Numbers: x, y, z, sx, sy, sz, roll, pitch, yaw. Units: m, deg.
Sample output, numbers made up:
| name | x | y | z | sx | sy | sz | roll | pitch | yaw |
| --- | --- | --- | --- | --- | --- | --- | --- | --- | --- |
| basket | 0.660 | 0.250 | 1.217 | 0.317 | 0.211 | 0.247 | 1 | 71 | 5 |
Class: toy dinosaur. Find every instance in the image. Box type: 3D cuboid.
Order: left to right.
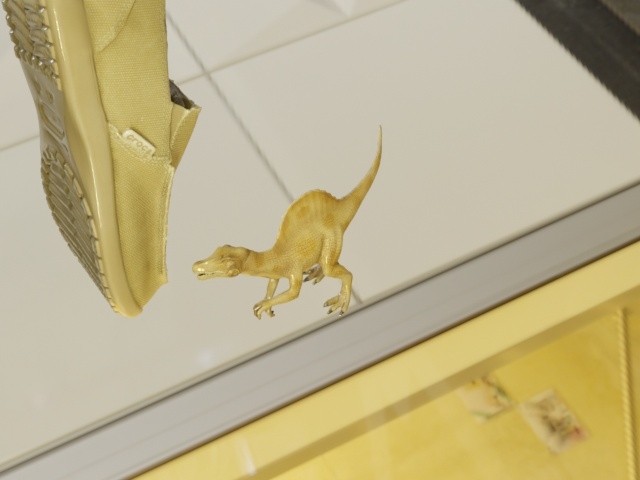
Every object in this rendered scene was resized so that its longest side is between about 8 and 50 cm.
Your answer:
| name | x | y | z | sx | sy | sz | roll | pitch | yaw |
| --- | --- | --- | --- | --- | --- | --- | --- | --- | --- |
| toy dinosaur | 0.000 | 0.000 | 0.698 | 0.053 | 0.183 | 0.093 | 28 | 139 | 35 |

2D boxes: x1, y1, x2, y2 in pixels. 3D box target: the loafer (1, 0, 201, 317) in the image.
| name | x | y | z | sx | sy | sz | roll | pitch | yaw |
| --- | --- | --- | --- | --- | --- | --- | --- | --- | --- |
| loafer | -0.120 | -0.063 | 0.632 | 0.102 | 0.092 | 0.269 | 46 | 149 | 38 |
